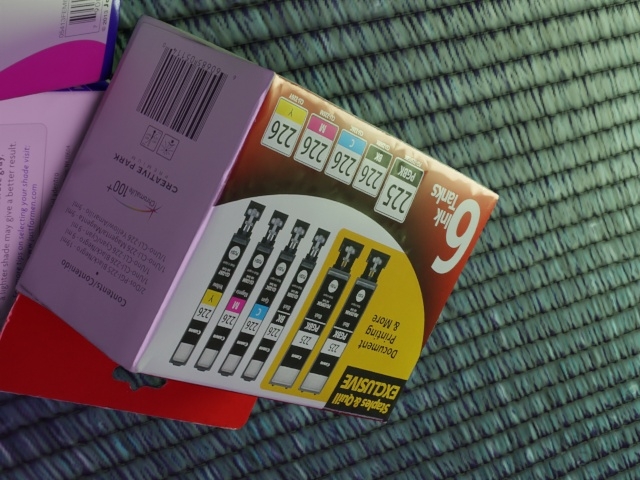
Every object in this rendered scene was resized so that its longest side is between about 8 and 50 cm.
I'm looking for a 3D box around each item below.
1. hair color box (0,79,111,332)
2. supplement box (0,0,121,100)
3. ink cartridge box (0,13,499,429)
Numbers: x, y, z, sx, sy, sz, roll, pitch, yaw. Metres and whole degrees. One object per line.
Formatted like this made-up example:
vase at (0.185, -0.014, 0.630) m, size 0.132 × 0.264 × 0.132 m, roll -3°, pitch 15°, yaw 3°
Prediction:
hair color box at (-0.307, -0.021, 0.858) m, size 0.339 × 0.110 × 0.185 m, roll -6°, pitch 116°, yaw -35°
supplement box at (-0.233, -0.148, 0.795) m, size 0.220 × 0.114 × 0.111 m, roll -22°, pitch 131°, yaw -52°
ink cartridge box at (-0.045, 0.029, 0.950) m, size 0.309 × 0.130 × 0.271 m, roll 20°, pitch 97°, yaw -54°
